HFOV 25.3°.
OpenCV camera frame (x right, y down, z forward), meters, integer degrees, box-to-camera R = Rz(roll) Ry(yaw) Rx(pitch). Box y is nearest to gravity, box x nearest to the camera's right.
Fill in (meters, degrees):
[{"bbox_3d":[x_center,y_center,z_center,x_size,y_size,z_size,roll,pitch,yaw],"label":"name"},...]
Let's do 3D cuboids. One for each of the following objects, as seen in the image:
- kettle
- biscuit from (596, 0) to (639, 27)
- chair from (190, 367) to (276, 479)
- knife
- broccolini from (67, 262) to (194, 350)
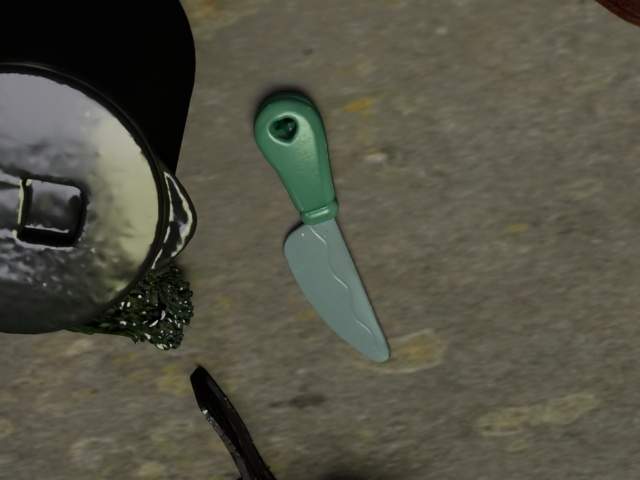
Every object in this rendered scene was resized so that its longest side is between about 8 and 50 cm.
[{"bbox_3d":[-0.212,-0.097,0.962,0.262,0.308,0.203,37,107,-17],"label":"kettle"},{"bbox_3d":[0.206,-0.277,1.051,0.183,0.043,0.280,-20,110,10],"label":"biscuit"},{"bbox_3d":[-0.089,0.219,1.233,0.101,0.084,0.212,-32,112,7],"label":"chair"},{"bbox_3d":[-0.002,0.000,1.168,0.063,0.034,0.260,-13,117,8],"label":"knife"},{"bbox_3d":[-0.202,0.047,1.171,0.203,0.091,0.068,5,71,8],"label":"broccolini"}]
